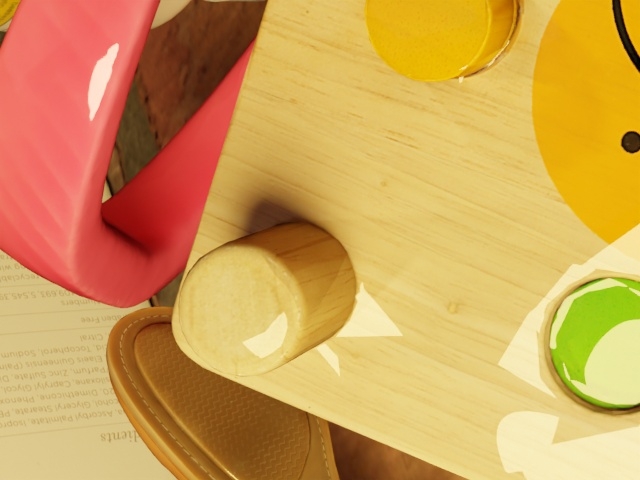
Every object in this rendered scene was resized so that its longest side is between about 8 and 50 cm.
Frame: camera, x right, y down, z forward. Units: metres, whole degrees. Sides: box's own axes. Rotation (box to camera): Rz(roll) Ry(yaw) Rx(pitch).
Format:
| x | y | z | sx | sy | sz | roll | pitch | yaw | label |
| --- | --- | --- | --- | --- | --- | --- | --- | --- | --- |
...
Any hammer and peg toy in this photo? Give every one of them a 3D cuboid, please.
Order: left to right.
| x | y | z | sx | sy | sz | roll | pitch | yaw | label |
| --- | --- | --- | --- | --- | --- | --- | --- | --- | --- |
| 0.157 | -0.028 | 0.515 | 0.361 | 0.127 | 0.266 | 20 | 103 | 15 | hammer and peg toy |

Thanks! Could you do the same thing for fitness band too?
| x | y | z | sx | sy | sz | roll | pitch | yaw | label |
| --- | --- | --- | --- | --- | --- | --- | --- | --- | --- |
| -0.047 | -0.073 | 0.738 | 0.054 | 0.291 | 0.209 | 28 | 87 | 8 | fitness band |

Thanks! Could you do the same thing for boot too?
| x | y | z | sx | sy | sz | roll | pitch | yaw | label |
| --- | --- | --- | --- | --- | --- | --- | --- | --- | --- |
| -0.034 | 0.130 | 0.823 | 0.197 | 0.073 | 0.152 | 44 | 141 | 4 | boot |

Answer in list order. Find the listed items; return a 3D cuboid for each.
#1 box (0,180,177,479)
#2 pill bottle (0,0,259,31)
| x | y | z | sx | sy | sz | roll | pitch | yaw | label |
| --- | --- | --- | --- | --- | --- | --- | --- | --- | --- |
| -0.172 | 0.162 | 0.986 | 0.215 | 0.168 | 0.345 | -49 | 55 | 43 | box |
| -0.125 | -0.157 | 0.835 | 0.136 | 0.245 | 0.136 | 5 | 96 | 53 | pill bottle |
